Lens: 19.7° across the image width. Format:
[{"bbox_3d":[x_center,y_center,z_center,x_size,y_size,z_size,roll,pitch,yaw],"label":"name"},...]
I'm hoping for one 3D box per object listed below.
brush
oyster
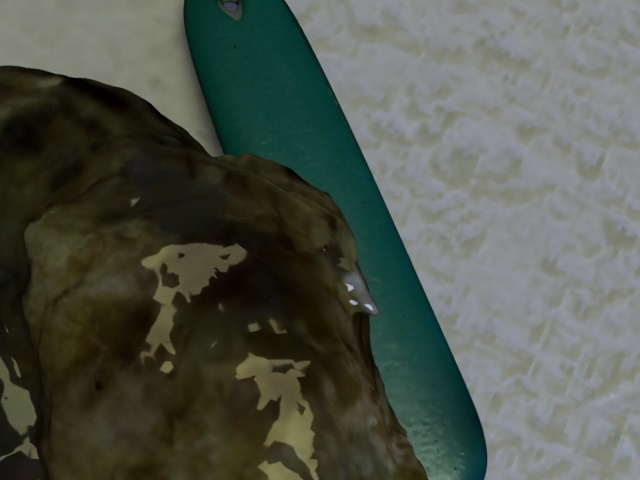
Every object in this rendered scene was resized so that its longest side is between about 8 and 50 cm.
[{"bbox_3d":[0.000,0.000,0.571,0.043,0.032,0.193,-18,68,-12],"label":"brush"},{"bbox_3d":[-0.085,0.025,0.487,0.294,0.094,0.166,22,62,-1],"label":"oyster"}]
